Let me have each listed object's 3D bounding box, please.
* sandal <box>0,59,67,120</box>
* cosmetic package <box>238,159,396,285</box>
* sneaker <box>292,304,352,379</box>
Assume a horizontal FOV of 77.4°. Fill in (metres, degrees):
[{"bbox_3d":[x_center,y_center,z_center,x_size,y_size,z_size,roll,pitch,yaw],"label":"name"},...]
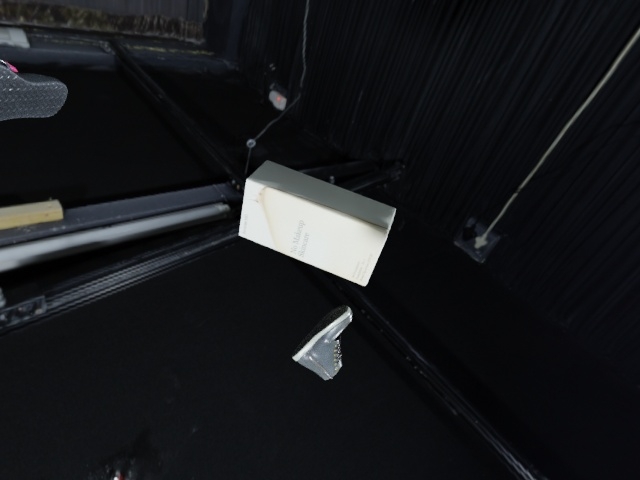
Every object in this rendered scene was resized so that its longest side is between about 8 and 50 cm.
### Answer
[{"bbox_3d":[-0.335,-0.158,0.415,0.040,0.067,0.179,36,-170,-12],"label":"sandal"},{"bbox_3d":[-0.010,-0.040,0.882,0.310,0.160,0.113,20,-142,7],"label":"cosmetic package"},{"bbox_3d":[0.036,0.268,1.050,0.118,0.222,0.083,39,-153,-6],"label":"sneaker"}]
